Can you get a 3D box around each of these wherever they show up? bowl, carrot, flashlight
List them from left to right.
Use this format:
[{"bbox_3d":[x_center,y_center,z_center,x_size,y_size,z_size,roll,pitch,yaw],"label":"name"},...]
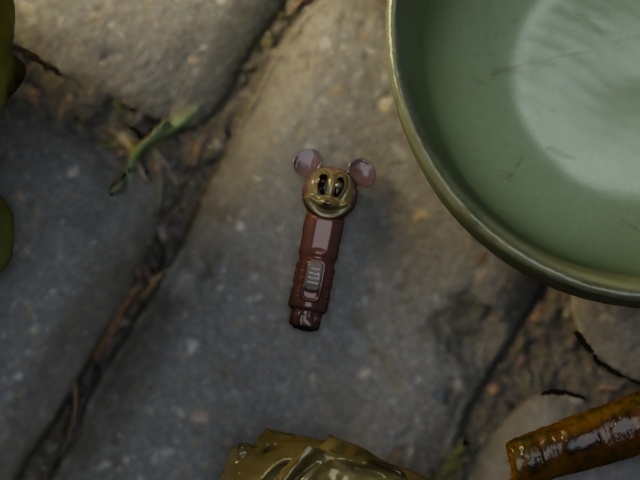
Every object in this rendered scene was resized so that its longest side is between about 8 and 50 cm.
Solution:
[{"bbox_3d":[0.000,0.000,1.168,0.052,0.031,0.110,11,82,0],"label":"flashlight"},{"bbox_3d":[0.190,0.107,1.155,0.171,0.042,0.042,-19,83,-2],"label":"carrot"},{"bbox_3d":[0.188,-0.108,1.120,0.307,0.163,0.307,0,83,0],"label":"bowl"}]

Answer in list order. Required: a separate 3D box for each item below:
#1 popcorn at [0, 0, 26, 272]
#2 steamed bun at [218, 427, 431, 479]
[{"bbox_3d":[-0.302,-0.095,1.050,0.279,0.274,0.335,42,126,19],"label":"popcorn"},{"bbox_3d":[-0.008,0.202,1.107,0.192,0.106,0.177,23,79,-7],"label":"steamed bun"}]
